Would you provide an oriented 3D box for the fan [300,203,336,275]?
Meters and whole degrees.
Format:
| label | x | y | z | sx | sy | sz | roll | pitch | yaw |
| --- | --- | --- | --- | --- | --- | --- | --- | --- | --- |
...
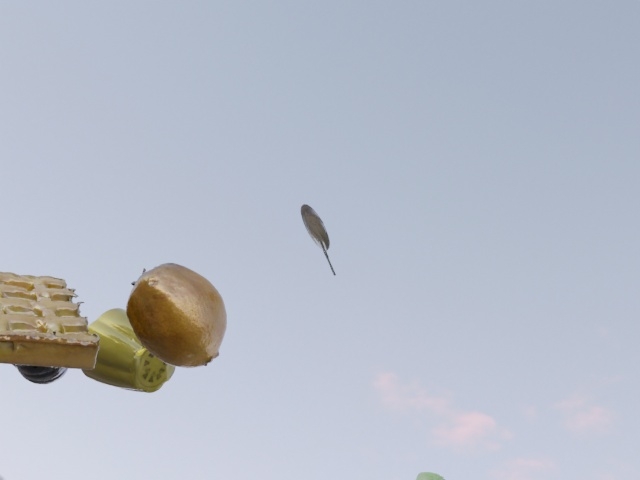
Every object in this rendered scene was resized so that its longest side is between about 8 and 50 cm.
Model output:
| label | x | y | z | sx | sy | sz | roll | pitch | yaw |
| --- | --- | --- | --- | --- | --- | --- | --- | --- | --- |
| fan | 0.000 | 0.000 | 1.550 | 0.113 | 0.005 | 0.175 | 16 | -48 | 64 |

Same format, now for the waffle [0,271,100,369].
| label | x | y | z | sx | sy | sz | roll | pitch | yaw |
| --- | --- | --- | --- | --- | --- | --- | --- | --- | --- |
| waffle | -0.617 | 0.141 | 1.397 | 0.348 | 0.304 | 0.077 | 35 | -68 | 56 |

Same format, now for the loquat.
| label | x | y | z | sx | sy | sz | roll | pitch | yaw |
| --- | --- | --- | --- | --- | --- | --- | --- | --- | --- |
| loquat | -0.278 | 0.142 | 1.388 | 0.234 | 0.176 | 0.187 | 50 | -18 | 13 |

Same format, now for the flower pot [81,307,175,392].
| label | x | y | z | sx | sy | sz | roll | pitch | yaw |
| --- | --- | --- | --- | --- | --- | --- | --- | --- | --- |
| flower pot | -0.451 | 0.276 | 1.726 | 0.179 | 0.195 | 0.195 | 13 | -51 | 38 |

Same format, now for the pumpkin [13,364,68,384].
| label | x | y | z | sx | sy | sz | roll | pitch | yaw |
| --- | --- | --- | --- | --- | --- | --- | --- | --- | --- |
| pumpkin | -0.718 | 0.274 | 1.803 | 0.194 | 0.150 | 0.194 | 13 | -71 | 42 |

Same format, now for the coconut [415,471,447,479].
| label | x | y | z | sx | sy | sz | roll | pitch | yaw |
| --- | --- | --- | --- | --- | --- | --- | --- | --- | --- |
| coconut | 0.278 | 0.635 | 1.721 | 0.133 | 0.158 | 0.055 | -6 | -22 | -11 |
